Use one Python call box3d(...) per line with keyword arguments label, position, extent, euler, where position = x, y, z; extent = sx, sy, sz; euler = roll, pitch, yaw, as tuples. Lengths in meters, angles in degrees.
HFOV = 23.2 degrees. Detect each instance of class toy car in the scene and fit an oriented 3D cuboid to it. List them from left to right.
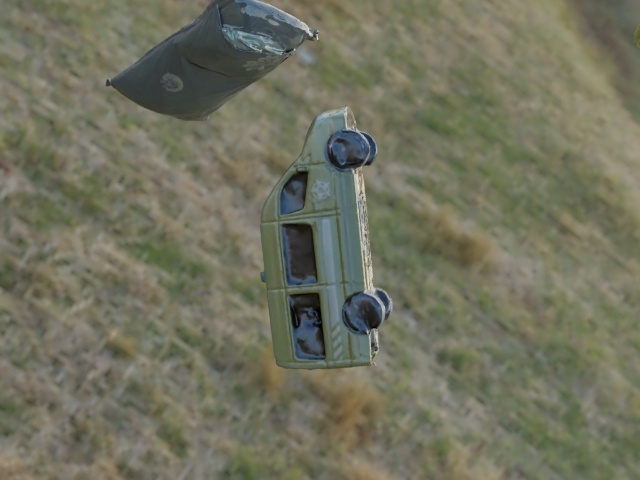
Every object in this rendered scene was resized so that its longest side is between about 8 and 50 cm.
box3d(label="toy car", position=(0.000, 0.000, 1.543), extent=(0.124, 0.257, 0.101), euler=(-6, 2, 7))

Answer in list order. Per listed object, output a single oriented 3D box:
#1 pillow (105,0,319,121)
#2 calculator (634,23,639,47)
box3d(label="pillow", position=(-0.131, -0.212, 1.884), extent=(0.169, 0.255, 0.059), euler=(16, 57, -36))
box3d(label="calculator", position=(0.440, -0.236, 1.596), extent=(0.157, 0.236, 0.033), euler=(45, 25, -56))
